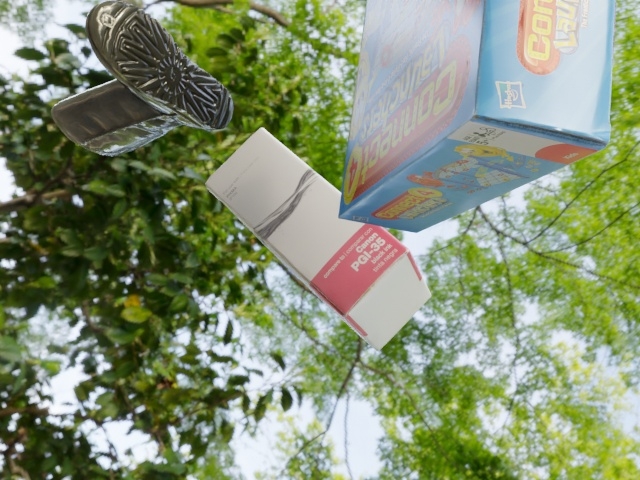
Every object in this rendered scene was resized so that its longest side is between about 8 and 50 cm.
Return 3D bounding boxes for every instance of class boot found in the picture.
[{"bbox_3d":[-0.219,-0.158,0.707,0.208,0.189,0.076,4,-116,39],"label":"boot"}]

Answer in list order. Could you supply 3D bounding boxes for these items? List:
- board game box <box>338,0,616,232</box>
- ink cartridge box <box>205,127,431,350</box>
[{"bbox_3d":[0.110,-0.182,0.542,0.308,0.086,0.302,144,-45,-74],"label":"board game box"},{"bbox_3d":[0.000,0.000,0.918,0.283,0.117,0.207,43,-3,26],"label":"ink cartridge box"}]
